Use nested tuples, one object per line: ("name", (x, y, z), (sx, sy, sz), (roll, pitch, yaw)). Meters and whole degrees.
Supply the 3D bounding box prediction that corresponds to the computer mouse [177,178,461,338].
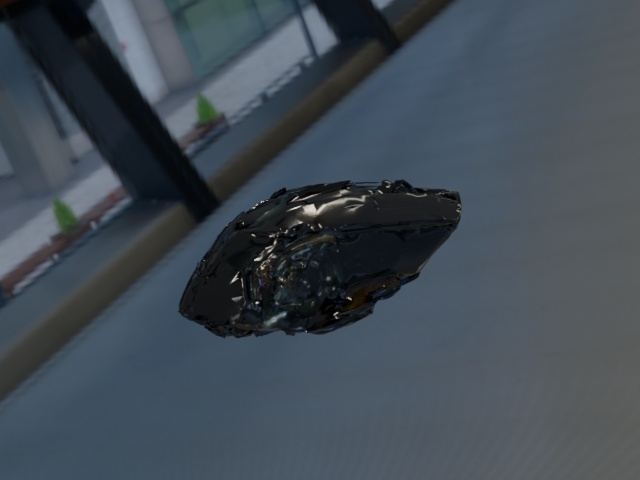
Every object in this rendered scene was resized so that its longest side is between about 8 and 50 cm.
("computer mouse", (0.000, 0.000, 0.892), (0.241, 0.077, 0.146), (-23, 34, -22))
